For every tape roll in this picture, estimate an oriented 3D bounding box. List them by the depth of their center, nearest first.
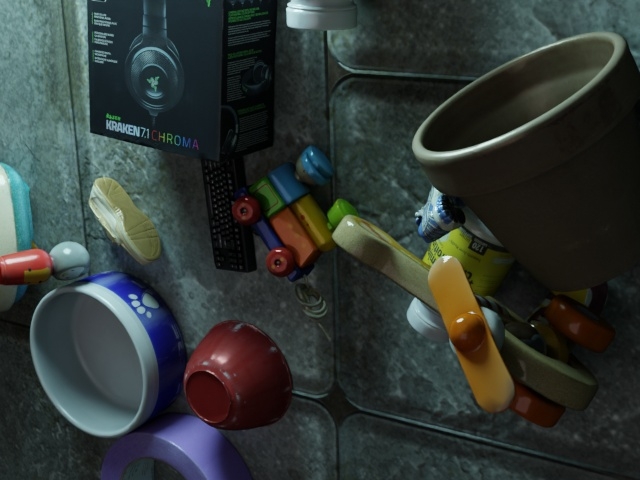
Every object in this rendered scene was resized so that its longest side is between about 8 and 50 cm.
[{"bbox_3d":[-0.239,0.433,1.800,0.274,0.090,0.275,11,111,30],"label":"tape roll"}]

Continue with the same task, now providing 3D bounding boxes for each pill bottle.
[{"bbox_3d":[0.003,-0.378,1.347,0.121,0.121,0.216,13,113,30],"label":"pill bottle"},{"bbox_3d":[0.181,0.039,1.376,0.103,0.103,0.184,36,122,19],"label":"pill bottle"}]

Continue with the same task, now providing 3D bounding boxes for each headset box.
[{"bbox_3d":[-0.195,-0.277,1.508,0.246,0.131,0.283,15,113,29],"label":"headset box"}]

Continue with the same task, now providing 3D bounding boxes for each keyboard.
[{"bbox_3d":[-0.131,-0.040,1.612,0.108,0.023,0.180,4,108,33],"label":"keyboard"}]

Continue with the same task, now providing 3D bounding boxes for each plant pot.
[{"bbox_3d":[0.270,-0.074,1.212,0.263,0.263,0.229,-19,111,37],"label":"plant pot"}]

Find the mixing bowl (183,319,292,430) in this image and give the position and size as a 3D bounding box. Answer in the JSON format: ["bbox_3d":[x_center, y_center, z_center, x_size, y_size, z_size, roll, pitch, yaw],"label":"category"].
[{"bbox_3d":[-0.145,0.225,1.662,0.181,0.098,0.181,12,113,31],"label":"mixing bowl"}]

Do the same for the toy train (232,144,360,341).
[{"bbox_3d":[0.000,0.000,1.497,0.143,0.105,0.248,-36,84,23],"label":"toy train"}]

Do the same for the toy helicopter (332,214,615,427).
[{"bbox_3d":[0.156,0.081,1.225,0.355,0.235,0.140,35,104,16],"label":"toy helicopter"}]

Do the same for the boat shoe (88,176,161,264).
[{"bbox_3d":[-0.316,-0.023,1.722,0.170,0.063,0.059,54,130,19],"label":"boat shoe"}]

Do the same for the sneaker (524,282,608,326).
[{"bbox_3d":[0.288,0.109,1.338,0.069,0.084,0.185,41,125,15],"label":"sneaker"}]

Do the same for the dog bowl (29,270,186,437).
[{"bbox_3d":[-0.355,0.188,1.788,0.265,0.104,0.265,11,111,31],"label":"dog bowl"}]

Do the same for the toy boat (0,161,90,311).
[{"bbox_3d":[-0.506,0.009,1.798,0.318,0.148,0.268,26,119,52],"label":"toy boat"}]

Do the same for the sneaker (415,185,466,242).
[{"bbox_3d":[0.137,-0.036,1.275,0.052,0.135,0.058,45,111,-5],"label":"sneaker"}]
